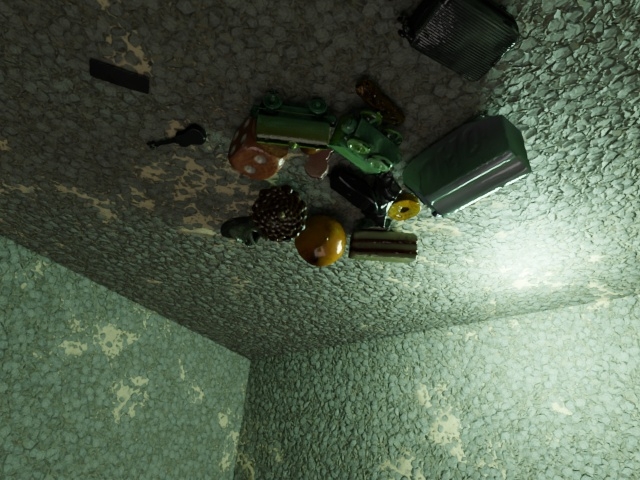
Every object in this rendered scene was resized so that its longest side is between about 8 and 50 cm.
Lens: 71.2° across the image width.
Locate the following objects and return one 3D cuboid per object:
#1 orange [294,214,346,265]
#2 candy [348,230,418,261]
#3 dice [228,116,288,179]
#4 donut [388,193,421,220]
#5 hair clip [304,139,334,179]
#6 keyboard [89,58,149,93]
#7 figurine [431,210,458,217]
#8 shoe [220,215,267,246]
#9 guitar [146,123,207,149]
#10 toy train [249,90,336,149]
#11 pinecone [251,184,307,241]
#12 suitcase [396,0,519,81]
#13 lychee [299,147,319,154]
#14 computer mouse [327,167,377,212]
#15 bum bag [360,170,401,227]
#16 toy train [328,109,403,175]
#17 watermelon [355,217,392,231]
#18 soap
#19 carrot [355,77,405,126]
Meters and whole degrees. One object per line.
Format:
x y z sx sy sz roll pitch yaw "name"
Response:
0.000 0.000 2.108 0.246 0.246 0.246 3 146 2 "orange"
0.300 0.031 2.177 0.321 0.135 0.179 4 170 2 "candy"
-0.237 -0.344 1.690 0.175 0.174 0.179 28 138 -33 "dice"
0.373 -0.153 2.008 0.152 0.058 0.152 2 146 1 "donut"
-0.008 -0.316 1.741 0.123 0.138 0.102 7 141 8 "hair clip"
-0.696 -0.568 1.551 0.197 0.015 0.074 14 141 -15 "keyboard"
0.553 -0.188 1.895 0.145 0.145 0.222 21 132 -23 "figurine"
-0.374 -0.031 2.190 0.293 0.149 0.109 -13 143 22 "shoe"
-0.578 -0.395 1.770 0.271 0.038 0.084 -9 142 19 "guitar"
-0.095 -0.411 1.559 0.308 0.189 0.126 6 143 -6 "toy train"
-0.181 -0.108 1.977 0.264 0.264 0.264 3 146 2 "pinecone"
0.394 -0.603 1.278 0.312 0.128 0.202 19 143 -23 "suitcase"
-0.047 -0.377 1.685 0.140 0.114 0.101 -5 140 -12 "lychee"
0.142 -0.220 1.884 0.264 0.088 0.147 34 160 -4 "computer mouse"
0.262 -0.180 1.931 0.144 0.095 0.340 41 149 17 "bum bag"
0.169 -0.353 1.626 0.272 0.159 0.188 29 168 -32 "toy train"
0.265 -0.076 2.135 0.187 0.071 0.139 -4 165 32 "watermelon"
0.514 -0.266 1.644 0.156 0.261 0.446 27 141 -30 "soap"
0.209 -0.474 1.548 0.069 0.069 0.229 -26 137 37 "carrot"
